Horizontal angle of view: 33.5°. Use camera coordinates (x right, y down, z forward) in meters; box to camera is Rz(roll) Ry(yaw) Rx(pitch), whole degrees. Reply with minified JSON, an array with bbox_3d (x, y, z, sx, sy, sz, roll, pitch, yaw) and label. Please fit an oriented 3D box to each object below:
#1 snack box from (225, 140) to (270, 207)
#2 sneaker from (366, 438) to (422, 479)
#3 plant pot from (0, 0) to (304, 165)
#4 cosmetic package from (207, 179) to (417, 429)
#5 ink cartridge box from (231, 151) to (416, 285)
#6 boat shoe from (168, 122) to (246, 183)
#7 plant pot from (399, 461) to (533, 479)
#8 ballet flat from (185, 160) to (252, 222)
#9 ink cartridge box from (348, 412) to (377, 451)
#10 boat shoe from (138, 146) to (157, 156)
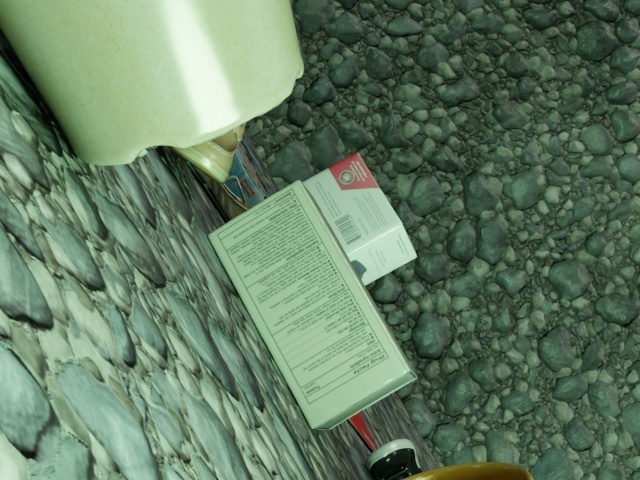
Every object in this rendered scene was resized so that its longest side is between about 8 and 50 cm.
[{"bbox_3d":[-0.158,-0.131,2.004,0.187,0.060,0.322,57,4,-39],"label":"snack box"},{"bbox_3d":[0.143,0.391,1.664,0.121,0.079,0.217,59,1,28],"label":"sneaker"},{"bbox_3d":[-0.163,-0.245,0.913,0.334,0.333,0.306,-114,-177,-68],"label":"plant pot"},{"bbox_3d":[-0.009,0.089,1.426,0.296,0.153,0.129,62,4,16],"label":"cosmetic package"},{"bbox_3d":[0.000,0.000,1.639,0.172,0.237,0.100,61,1,38],"label":"ink cartridge box"},{"bbox_3d":[-0.166,-0.183,1.553,0.121,0.110,0.341,37,11,-21],"label":"boat shoe"},{"bbox_3d":[0.157,0.372,1.177,0.205,0.205,0.188,-88,163,-85],"label":"plant pot"},{"bbox_3d":[-0.162,-0.100,1.667,0.168,0.052,0.057,58,3,-28],"label":"ballet flat"},{"bbox_3d":[0.029,0.199,1.834,0.296,0.066,0.261,57,3,-40],"label":"ink cartridge box"},{"bbox_3d":[-0.238,-0.200,1.235,0.206,0.065,0.075,59,3,-3],"label":"boat shoe"}]
